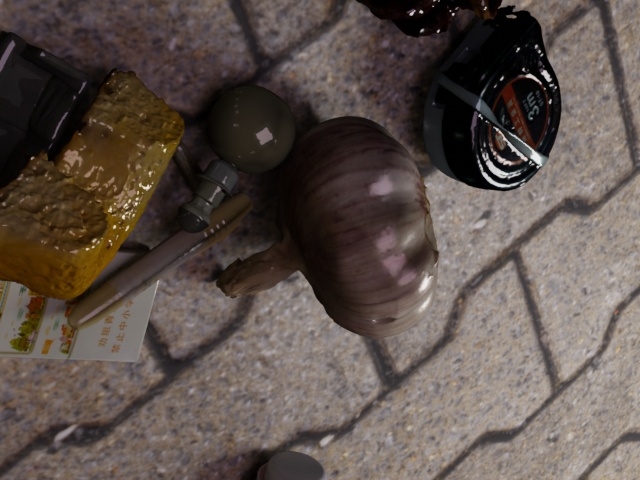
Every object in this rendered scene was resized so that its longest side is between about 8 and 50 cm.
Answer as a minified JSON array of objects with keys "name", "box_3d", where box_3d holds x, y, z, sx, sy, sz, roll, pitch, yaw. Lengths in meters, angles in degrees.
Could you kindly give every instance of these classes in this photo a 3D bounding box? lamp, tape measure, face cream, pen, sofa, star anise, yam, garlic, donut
[{"name":"lamp","box_3d":[-0.093,-0.078,1.204,0.163,0.091,0.091,-56,133,-10]},{"name":"tape measure","box_3d":[0.203,-0.152,1.413,0.181,0.107,0.182,-44,131,-20]},{"name":"face cream","box_3d":[-0.037,0.310,1.435,0.091,0.091,0.095,-3,120,-39]},{"name":"pen","box_3d":[-0.159,0.021,1.206,0.233,0.032,0.040,-37,150,-25]},{"name":"sofa","box_3d":[-0.276,-0.103,1.068,0.085,0.060,0.147,30,90,-43]},{"name":"star anise","box_3d":[0.146,-0.296,1.260,0.220,0.126,0.190,-24,148,-21]},{"name":"yam","box_3d":[-0.127,-0.059,1.238,0.021,0.021,0.116,-42,132,-17]},{"name":"garlic","box_3d":[0.000,0.000,1.273,0.253,0.245,0.245,-20,128,7]},{"name":"donut","box_3d":[-0.220,-0.029,1.066,0.152,0.101,0.259,-59,-177,42]}]

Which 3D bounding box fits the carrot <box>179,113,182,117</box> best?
[{"name":"carrot","box_3d":[-0.183,-0.075,1.177,0.142,0.035,0.035,-50,133,-14]}]

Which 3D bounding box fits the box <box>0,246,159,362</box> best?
[{"name":"box","box_3d":[-0.263,0.059,1.172,0.220,0.032,0.122,7,105,-42]}]
